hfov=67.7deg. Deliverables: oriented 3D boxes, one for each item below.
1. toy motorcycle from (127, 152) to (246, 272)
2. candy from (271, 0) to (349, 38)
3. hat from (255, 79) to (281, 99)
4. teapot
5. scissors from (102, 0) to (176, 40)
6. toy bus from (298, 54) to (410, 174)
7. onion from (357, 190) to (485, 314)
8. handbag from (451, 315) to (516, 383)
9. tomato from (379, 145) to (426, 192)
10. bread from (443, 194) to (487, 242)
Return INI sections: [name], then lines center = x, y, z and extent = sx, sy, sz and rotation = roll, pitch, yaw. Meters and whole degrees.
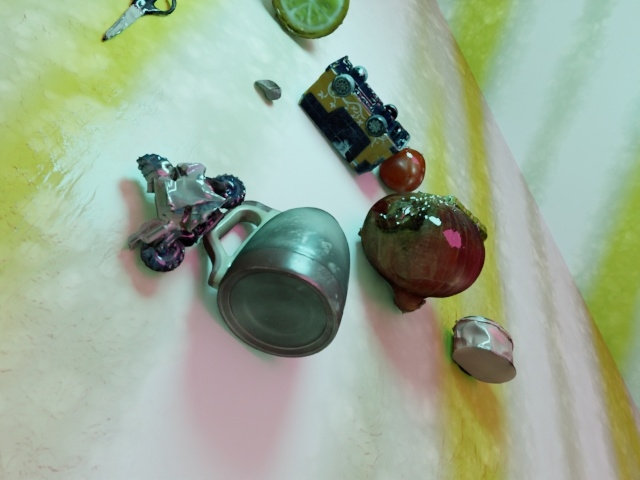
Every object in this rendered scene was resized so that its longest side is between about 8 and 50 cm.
[toy motorcycle]
center = -0.282, -0.076, 0.895
extent = 0.204, 0.108, 0.239
rotation = 39, 47, 2
[candy]
center = -0.029, -0.780, 1.528
extent = 0.260, 0.260, 0.118
rotation = 42, 36, -23
[hat]
center = -0.146, -0.421, 1.341
extent = 0.087, 0.042, 0.058
rotation = 30, 35, 17
[teapot]
center = -0.086, 0.035, 0.983
extent = 0.315, 0.233, 0.312
rotation = 23, 37, -2
[scissors]
center = -0.426, -0.530, 1.100
extent = 0.109, 0.022, 0.300
rotation = 37, 43, -22
[toy bus]
center = 0.107, -0.377, 1.468
extent = 0.323, 0.194, 0.162
rotation = 49, 38, -9
[onion]
center = 0.277, 0.008, 1.317
extent = 0.354, 0.354, 0.353
rotation = 28, 47, -35
[handbag]
center = 0.499, 0.336, 1.459
extent = 0.205, 0.179, 0.116
rotation = 40, 49, -15
[tomato]
center = 0.277, -0.235, 1.611
extent = 0.167, 0.167, 0.167
rotation = 28, 47, -35
[bread]
center = 0.564, -0.072, 1.874
extent = 0.269, 0.087, 0.098
rotation = 36, 42, -27
